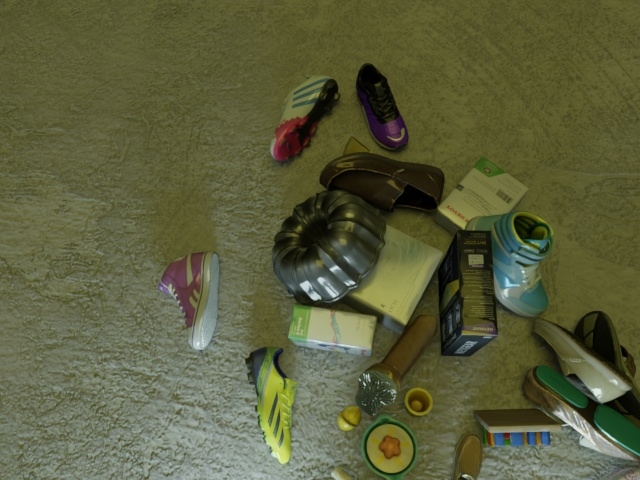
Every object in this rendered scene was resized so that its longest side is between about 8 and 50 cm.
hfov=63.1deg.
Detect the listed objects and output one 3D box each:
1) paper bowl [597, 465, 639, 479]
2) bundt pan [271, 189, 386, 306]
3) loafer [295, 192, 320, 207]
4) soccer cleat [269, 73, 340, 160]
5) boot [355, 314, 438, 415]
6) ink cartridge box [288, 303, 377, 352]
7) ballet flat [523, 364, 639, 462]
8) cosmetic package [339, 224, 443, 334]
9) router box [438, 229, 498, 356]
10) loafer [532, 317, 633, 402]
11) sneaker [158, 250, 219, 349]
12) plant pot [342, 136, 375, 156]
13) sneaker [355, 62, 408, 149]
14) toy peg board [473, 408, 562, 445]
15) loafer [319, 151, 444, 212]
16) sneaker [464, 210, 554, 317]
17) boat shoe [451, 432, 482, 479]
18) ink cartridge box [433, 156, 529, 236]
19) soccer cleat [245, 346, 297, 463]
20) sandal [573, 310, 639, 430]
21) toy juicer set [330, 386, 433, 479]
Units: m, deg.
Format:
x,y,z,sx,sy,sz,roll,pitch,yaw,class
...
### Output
x,y,z,sx,sy,sz,roll,pitch,yaw,class
0.724,0.648,1.142,0.284,0.148,0.284,-1,69,3,paper bowl
0.000,0.000,1.361,0.331,0.124,0.330,-27,41,26,bundt pan
0.005,-0.120,1.534,0.170,0.062,0.061,-30,65,-9,loafer
-0.074,-0.387,1.626,0.143,0.116,0.331,26,70,30,soccer cleat
0.195,0.270,1.241,0.089,0.236,0.269,40,59,12,boot
0.035,0.234,1.346,0.213,0.154,0.093,6,72,6,ink cartridge box
0.632,0.429,1.254,0.108,0.106,0.316,-24,53,-41,ballet flat
0.175,0.094,1.400,0.225,0.138,0.224,26,73,15,cosmetic package
0.351,0.141,1.275,0.081,0.309,0.242,1,70,5,router box
0.620,0.290,1.280,0.092,0.102,0.268,-57,41,13,loafer
-0.370,0.168,1.438,0.161,0.102,0.282,-5,58,6,sneaker
0.114,-0.229,1.541,0.134,0.134,0.095,43,104,17,plant pot
0.180,-0.416,1.586,0.102,0.146,0.293,-22,69,-4,sneaker
0.465,0.458,1.236,0.161,0.160,0.079,-3,85,3,toy peg board
0.181,-0.152,1.450,0.366,0.133,0.130,2,54,-8,loafer
0.518,0.062,1.301,0.127,0.208,0.319,-44,101,-27,sneaker
0.351,0.557,1.244,0.068,0.072,0.190,13,71,9,boat shoe
0.450,-0.101,1.475,0.160,0.092,0.219,41,78,15,ink cartridge box
-0.108,0.410,1.325,0.121,0.093,0.289,-14,69,-8,soccer cleat
0.731,0.325,1.299,0.086,0.120,0.302,-4,68,-31,sandal
0.129,0.485,1.250,0.209,0.089,0.329,18,60,13,toy juicer set
